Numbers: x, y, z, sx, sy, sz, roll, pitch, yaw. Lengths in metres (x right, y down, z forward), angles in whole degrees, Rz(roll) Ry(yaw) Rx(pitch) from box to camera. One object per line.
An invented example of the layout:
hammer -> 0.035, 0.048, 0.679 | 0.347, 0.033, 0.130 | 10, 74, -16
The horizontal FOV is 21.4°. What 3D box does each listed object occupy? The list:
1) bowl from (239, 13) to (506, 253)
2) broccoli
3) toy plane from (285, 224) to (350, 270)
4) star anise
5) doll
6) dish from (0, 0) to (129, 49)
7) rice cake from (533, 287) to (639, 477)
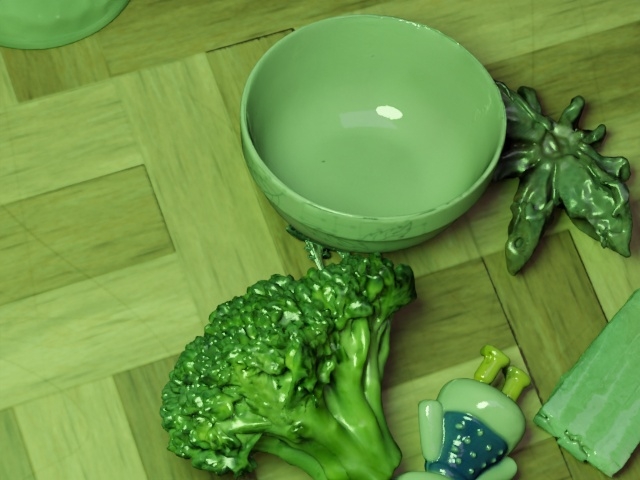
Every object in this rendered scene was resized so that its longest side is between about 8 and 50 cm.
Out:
bowl -> 0.054, -0.099, 1.867 | 0.287, 0.143, 0.287 | 1, 56, -2
broccoli -> -0.014, 0.151, 1.766 | 0.288, 0.248, 0.245 | -25, 102, 14
toy plane -> 0.000, 0.000, 1.904 | 0.083, 0.031, 0.078 | 17, 70, -3
star anise -> 0.261, -0.084, 1.935 | 0.198, 0.110, 0.257 | -13, 68, -13
doll -> 0.139, 0.249, 1.804 | 0.138, 0.119, 0.293 | 40, 63, -21
dish -> -0.335, -0.368, 1.931 | 0.303, 0.120, 0.303 | 3, 72, -9
rice cake -> 0.341, 0.159, 1.901 | 0.124, 0.038, 0.211 | 36, 70, 4
